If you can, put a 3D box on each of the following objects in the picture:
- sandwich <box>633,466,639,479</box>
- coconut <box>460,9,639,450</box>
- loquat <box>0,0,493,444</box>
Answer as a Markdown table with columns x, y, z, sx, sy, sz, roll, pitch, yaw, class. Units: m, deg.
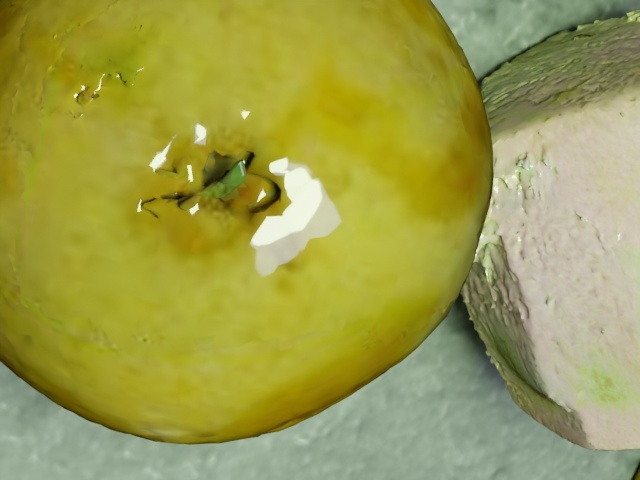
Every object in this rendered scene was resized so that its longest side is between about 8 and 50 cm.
| x | y | z | sx | sy | sz | roll | pitch | yaw | class |
| --- | --- | --- | --- | --- | --- | --- | --- | --- | --- |
| 0.297 | 0.145 | 1.139 | 0.245 | 0.063 | 0.212 | -14 | 111 | -29 | sandwich |
| 0.191 | 0.007 | 0.927 | 0.233 | 0.233 | 0.245 | -29 | 114 | -21 | coconut |
| -0.053 | -0.036 | 0.741 | 0.263 | 0.263 | 0.263 | -12 | 114 | -29 | loquat |
